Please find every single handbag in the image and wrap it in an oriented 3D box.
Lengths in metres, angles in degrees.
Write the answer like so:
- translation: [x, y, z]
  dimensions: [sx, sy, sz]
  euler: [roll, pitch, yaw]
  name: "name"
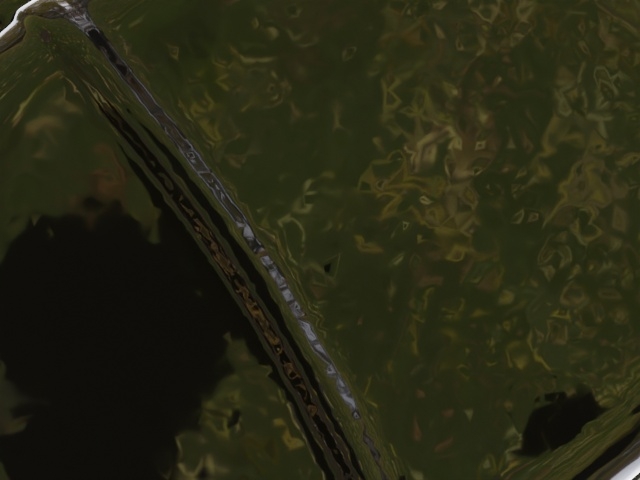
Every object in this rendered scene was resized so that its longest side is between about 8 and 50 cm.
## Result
- translation: [0.000, 0.000, 0.554]
  dimensions: [0.253, 0.308, 0.093]
  euler: [55, -10, 0]
  name: "handbag"
